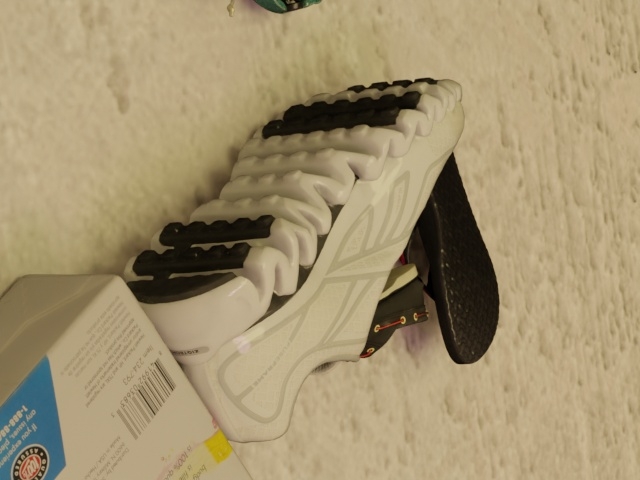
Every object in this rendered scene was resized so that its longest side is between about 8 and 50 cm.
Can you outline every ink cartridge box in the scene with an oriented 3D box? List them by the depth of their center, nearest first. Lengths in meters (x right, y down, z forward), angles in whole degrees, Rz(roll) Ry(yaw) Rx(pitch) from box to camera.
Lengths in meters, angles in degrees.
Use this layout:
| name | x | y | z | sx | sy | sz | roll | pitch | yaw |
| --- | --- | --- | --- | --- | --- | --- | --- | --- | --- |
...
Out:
| name | x | y | z | sx | sy | sz | roll | pitch | yaw |
| --- | --- | --- | --- | --- | --- | --- | --- | --- | --- |
| ink cartridge box | -0.106 | 0.145 | 0.866 | 0.134 | 0.078 | 0.231 | -52 | 125 | -37 |

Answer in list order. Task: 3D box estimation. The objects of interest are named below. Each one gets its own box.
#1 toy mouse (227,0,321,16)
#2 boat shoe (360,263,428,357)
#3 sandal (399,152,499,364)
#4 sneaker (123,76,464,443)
| name | x | y | z | sx | sy | sz | roll | pitch | yaw |
| --- | --- | --- | --- | --- | --- | --- | --- | --- | --- |
| toy mouse | -0.037 | -0.184 | 1.001 | 0.161 | 0.031 | 0.143 | 43 | 57 | -39 |
| boat shoe | 0.023 | 0.053 | 1.046 | 0.133 | 0.049 | 0.042 | -26 | 100 | -52 |
| sandal | 0.074 | -0.005 | 1.124 | 0.067 | 0.040 | 0.179 | -1 | 74 | -55 |
| sneaker | 0.000 | 0.000 | 0.972 | 0.292 | 0.110 | 0.118 | -46 | 123 | -43 |
